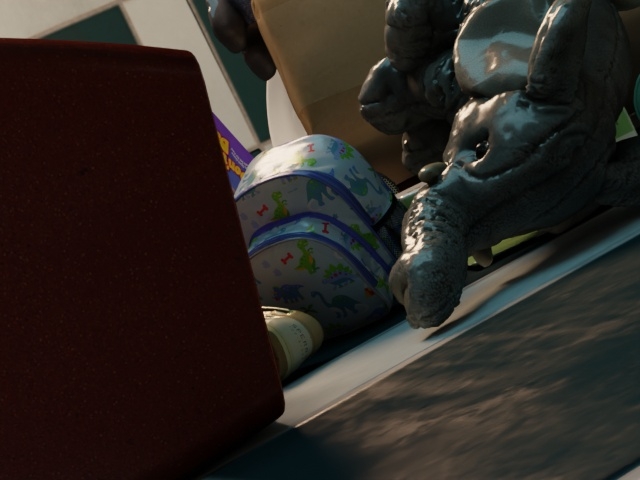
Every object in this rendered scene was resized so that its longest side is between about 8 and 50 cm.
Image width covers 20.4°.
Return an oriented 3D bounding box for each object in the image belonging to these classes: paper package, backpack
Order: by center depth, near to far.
[{"bbox_3d":[0.000,0.000,1.068,0.105,0.114,0.084,-22,25,35],"label":"backpack"},{"bbox_3d":[0.137,-0.169,1.522,0.325,0.168,0.309,-25,-15,7],"label":"paper package"}]

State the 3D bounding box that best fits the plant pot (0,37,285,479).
[{"bbox_3d":[-0.163,0.028,0.890,0.235,0.267,0.267,-14,1,-13],"label":"plant pot"}]

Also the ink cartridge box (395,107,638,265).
[{"bbox_3d":[0.137,-0.040,1.186,0.171,0.056,0.235,-26,1,-8],"label":"ink cartridge box"}]

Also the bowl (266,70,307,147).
[{"bbox_3d":[0.079,-0.161,1.875,0.134,0.298,0.298,1,-14,-38],"label":"bowl"}]

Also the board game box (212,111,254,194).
[{"bbox_3d":[-0.226,-0.012,1.882,0.347,0.233,0.078,-25,37,25],"label":"board game box"}]

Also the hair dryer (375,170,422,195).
[{"bbox_3d":[0.072,-0.022,1.444,0.293,0.080,0.223,-20,-12,20],"label":"hair dryer"}]

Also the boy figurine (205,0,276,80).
[{"bbox_3d":[0.042,-0.252,1.592,0.285,0.177,0.092,-26,48,19],"label":"boy figurine"}]

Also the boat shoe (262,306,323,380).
[{"bbox_3d":[-0.045,0.064,1.038,0.045,0.050,0.135,-24,12,-32],"label":"boat shoe"}]

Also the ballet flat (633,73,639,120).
[{"bbox_3d":[0.250,-0.078,0.868,0.079,0.077,0.221,-7,-1,-28],"label":"ballet flat"}]

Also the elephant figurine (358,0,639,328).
[{"bbox_3d":[0.121,-0.060,0.993,0.169,0.186,0.239,14,17,-16],"label":"elephant figurine"}]
